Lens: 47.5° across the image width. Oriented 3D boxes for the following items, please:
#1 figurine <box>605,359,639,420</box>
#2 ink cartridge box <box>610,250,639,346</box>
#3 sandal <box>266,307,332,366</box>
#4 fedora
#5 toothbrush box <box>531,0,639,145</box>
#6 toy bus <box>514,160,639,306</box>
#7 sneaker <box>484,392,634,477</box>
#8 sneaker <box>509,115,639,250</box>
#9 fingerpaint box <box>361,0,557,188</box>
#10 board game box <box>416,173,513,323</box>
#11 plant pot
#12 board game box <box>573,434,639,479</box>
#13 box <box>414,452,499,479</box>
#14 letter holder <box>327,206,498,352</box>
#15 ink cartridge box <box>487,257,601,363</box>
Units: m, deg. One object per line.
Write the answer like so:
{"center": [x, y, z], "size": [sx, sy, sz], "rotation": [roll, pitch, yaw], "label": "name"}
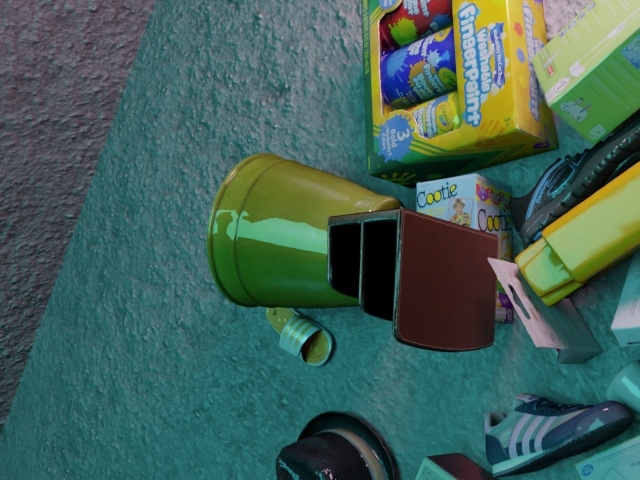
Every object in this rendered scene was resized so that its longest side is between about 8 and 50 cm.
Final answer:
{"center": [0.593, 0.239, 1.132], "size": [0.209, 0.092, 0.215], "rotation": [48, 117, 35], "label": "figurine"}
{"center": [0.578, 0.064, 1.110], "size": [0.224, 0.045, 0.223], "rotation": [-16, 28, 45], "label": "ink cartridge box"}
{"center": [-0.077, 0.228, 1.813], "size": [0.265, 0.076, 0.102], "rotation": [31, 105, 44], "label": "sandal"}
{"center": [0.009, 0.540, 1.611], "size": [0.334, 0.152, 0.334], "rotation": [-11, 74, 43], "label": "fedora"}
{"center": [0.516, -0.334, 1.232], "size": [0.283, 0.122, 0.206], "rotation": [-46, 21, 30], "label": "toothbrush box"}
{"center": [0.475, -0.025, 1.176], "size": [0.332, 0.130, 0.108], "rotation": [-38, 72, 18], "label": "toy bus"}
{"center": [0.392, 0.315, 1.264], "size": [0.319, 0.112, 0.131], "rotation": [-45, 47, 46], "label": "sneaker"}
{"center": [0.474, -0.123, 1.292], "size": [0.341, 0.125, 0.140], "rotation": [-43, 36, 22], "label": "sneaker"}
{"center": [0.272, -0.372, 1.516], "size": [0.371, 0.163, 0.445], "rotation": [-12, 74, 44], "label": "fingerpaint box"}
{"center": [0.285, 0.024, 1.439], "size": [0.144, 0.142, 0.276], "rotation": [-6, 78, 43], "label": "board game box"}
{"center": [0.000, 0.000, 1.620], "size": [0.352, 0.366, 0.367], "rotation": [9, 89, 35], "label": "plant pot"}
{"center": [0.541, 0.447, 1.081], "size": [0.242, 0.064, 0.317], "rotation": [-55, 49, 53], "label": "board game box"}
{"center": [0.286, 0.522, 1.351], "size": [0.232, 0.126, 0.149], "rotation": [28, 102, 44], "label": "box"}
{"center": [0.162, 0.080, 1.235], "size": [0.152, 0.301, 0.215], "rotation": [-6, 79, 42], "label": "letter holder"}
{"center": [0.376, 0.126, 1.268], "size": [0.056, 0.224, 0.181], "rotation": [-46, 53, 33], "label": "ink cartridge box"}
